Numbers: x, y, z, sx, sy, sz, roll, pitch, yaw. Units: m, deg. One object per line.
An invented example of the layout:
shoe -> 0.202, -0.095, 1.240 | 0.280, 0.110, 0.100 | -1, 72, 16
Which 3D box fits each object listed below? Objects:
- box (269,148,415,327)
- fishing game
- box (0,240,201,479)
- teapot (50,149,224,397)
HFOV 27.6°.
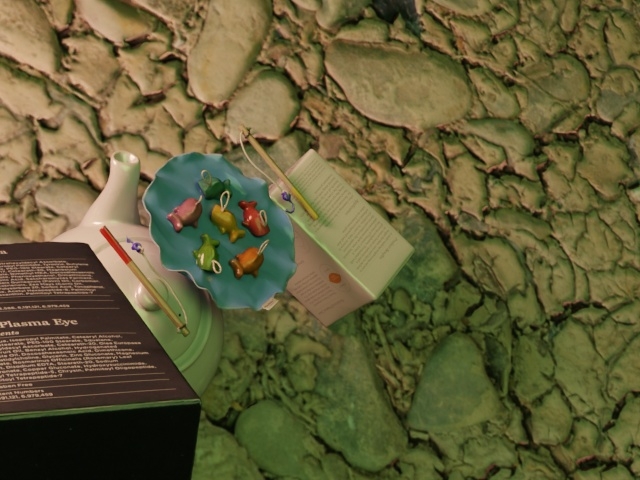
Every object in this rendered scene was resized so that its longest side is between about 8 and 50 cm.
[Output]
box -> 0.000, 0.000, 1.525 | 0.170, 0.130, 0.091 | 44, 58, -7
fishing game -> -0.097, -0.013, 1.350 | 0.189, 0.041, 0.264 | 53, 43, 0
box -> -0.255, 0.215, 1.128 | 0.179, 0.312, 0.343 | -2, 114, -28
teapot -> -0.201, 0.088, 1.359 | 0.256, 0.187, 0.252 | 41, 59, -9
